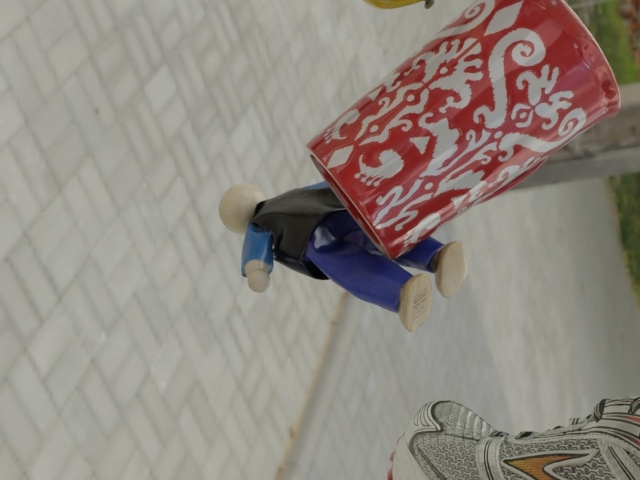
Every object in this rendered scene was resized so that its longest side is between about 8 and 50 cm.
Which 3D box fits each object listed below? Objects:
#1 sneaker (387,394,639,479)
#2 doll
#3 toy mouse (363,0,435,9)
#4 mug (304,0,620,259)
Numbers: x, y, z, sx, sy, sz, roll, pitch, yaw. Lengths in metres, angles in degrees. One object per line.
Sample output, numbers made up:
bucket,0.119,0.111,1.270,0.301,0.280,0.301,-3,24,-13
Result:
sneaker,0.107,0.091,0.369,0.088,0.225,0.092,19,88,-32
doll,0.000,0.000,0.743,0.129,0.189,0.046,-39,136,-32
toy mouse,0.050,-0.184,0.643,0.031,0.161,0.143,100,-13,-51
mug,0.093,-0.060,0.695,0.150,0.169,0.113,54,-3,-32
